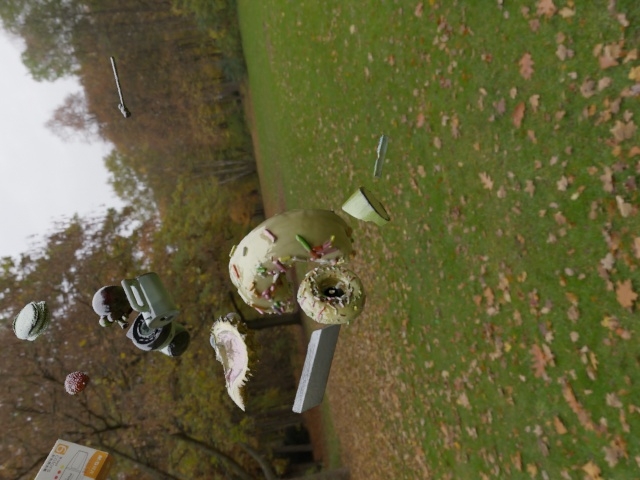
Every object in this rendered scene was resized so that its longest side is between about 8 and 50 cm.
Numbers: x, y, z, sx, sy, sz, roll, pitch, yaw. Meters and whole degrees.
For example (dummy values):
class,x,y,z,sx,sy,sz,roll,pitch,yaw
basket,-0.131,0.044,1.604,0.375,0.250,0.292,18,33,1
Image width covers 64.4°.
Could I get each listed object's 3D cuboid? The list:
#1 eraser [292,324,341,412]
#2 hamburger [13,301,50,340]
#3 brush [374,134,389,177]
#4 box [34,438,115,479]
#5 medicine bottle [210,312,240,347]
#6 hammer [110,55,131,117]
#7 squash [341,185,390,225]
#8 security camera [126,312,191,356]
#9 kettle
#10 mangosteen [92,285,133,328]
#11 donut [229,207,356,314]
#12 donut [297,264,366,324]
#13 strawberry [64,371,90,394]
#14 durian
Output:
class,x,y,z,sx,sy,sz,roll,pitch,yaw
eraser,-0.013,0.462,1.871,0.111,0.078,0.352,138,149,-68
hamburger,-1.008,0.281,1.776,0.062,0.140,0.133,28,-155,-54
brush,0.226,-0.318,1.922,0.030,0.033,0.178,-13,59,57
box,-0.898,0.869,1.803,0.091,0.221,0.273,89,-166,-49
medicine bottle,-0.385,0.367,2.084,0.203,0.084,0.083,-72,-24,-72
hammer,-0.752,-0.574,1.900,0.058,0.029,0.292,51,155,14
squash,0.222,-0.136,2.356,0.220,0.133,0.220,38,-164,-13
security camera,-0.726,0.444,2.367,0.196,0.191,0.277,-61,-27,-16
kettle,-0.508,0.180,1.513,0.148,0.127,0.098,57,144,19
mangosteen,-0.910,0.287,2.218,0.172,0.173,0.183,96,-179,-67
donut,-0.088,0.059,1.432,0.307,0.371,0.150,30,-154,-46
donut,0.029,0.126,1.233,0.068,0.175,0.174,99,162,-44
strawberry,-0.918,0.536,1.920,0.083,0.097,0.083,-17,-90,-75
durian,-0.180,0.279,1.177,0.141,0.078,0.224,-5,95,39
